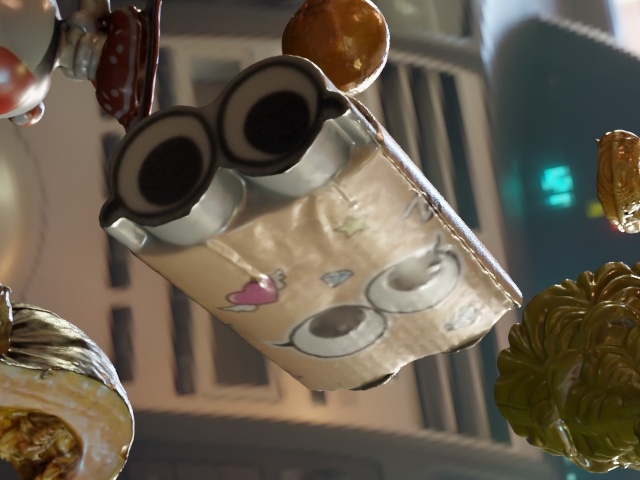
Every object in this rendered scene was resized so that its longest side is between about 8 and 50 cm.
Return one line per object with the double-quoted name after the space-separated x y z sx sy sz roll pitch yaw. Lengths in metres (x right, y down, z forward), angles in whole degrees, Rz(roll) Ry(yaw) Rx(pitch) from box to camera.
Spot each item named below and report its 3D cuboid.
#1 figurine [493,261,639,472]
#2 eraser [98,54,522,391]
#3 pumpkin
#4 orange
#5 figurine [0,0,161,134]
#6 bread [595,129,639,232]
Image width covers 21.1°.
0.266 0.137 1.282 0.315 0.187 0.168 -128 -141 -71 "figurine"
0.000 0.000 1.104 0.290 0.171 0.087 44 25 -54 "eraser"
-0.253 0.109 1.476 0.131 0.126 0.248 48 -12 52 "pumpkin"
0.010 -0.140 1.222 0.070 0.083 0.083 34 37 -29 "orange"
-0.249 -0.157 1.411 0.183 0.226 0.160 110 -18 -61 "figurine"
0.280 -0.051 1.567 0.110 0.044 0.083 44 44 -63 "bread"
